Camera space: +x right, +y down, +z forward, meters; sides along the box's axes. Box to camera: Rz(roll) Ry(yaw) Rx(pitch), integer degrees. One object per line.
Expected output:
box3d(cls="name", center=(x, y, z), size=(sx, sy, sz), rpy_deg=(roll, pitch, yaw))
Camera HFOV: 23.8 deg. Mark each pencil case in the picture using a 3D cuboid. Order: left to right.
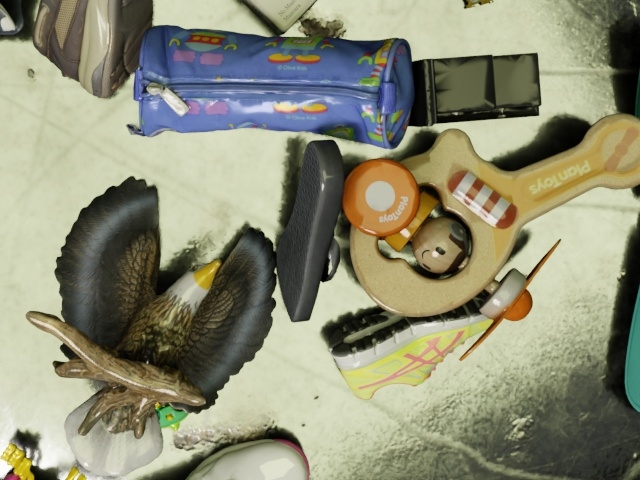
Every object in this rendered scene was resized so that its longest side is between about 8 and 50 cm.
box3d(cls="pencil case", center=(-0.055, -0.163, 1.608), size=(0.306, 0.133, 0.119), rpy_deg=(4, 106, 11))

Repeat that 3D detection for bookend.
box3d(cls="bookend", center=(0.178, -0.166, 1.653), size=(0.157, 0.156, 0.072), rpy_deg=(-5, 95, -6))

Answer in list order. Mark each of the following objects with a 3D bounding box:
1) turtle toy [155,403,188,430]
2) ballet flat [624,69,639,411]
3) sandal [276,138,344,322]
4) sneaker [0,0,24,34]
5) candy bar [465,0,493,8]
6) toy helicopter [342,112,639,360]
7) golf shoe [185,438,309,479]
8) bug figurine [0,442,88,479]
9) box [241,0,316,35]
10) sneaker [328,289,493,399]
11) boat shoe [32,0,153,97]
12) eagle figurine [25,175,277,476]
box3d(cls="turtle toy", center=(-0.187, 0.152, 1.687), size=(0.095, 0.066, 0.130), rpy_deg=(-25, 85, -3))
box3d(cls="ballet flat", center=(0.444, -0.025, 1.708), size=(0.182, 0.164, 0.483), rpy_deg=(-4, 101, -27))
box3d(cls="sandal", center=(0.000, 0.000, 1.622), size=(0.054, 0.254, 0.097), rpy_deg=(-3, 51, -17))
box3d(cls="sneaker", center=(-0.391, -0.235, 1.590), size=(0.235, 0.153, 0.094), rpy_deg=(-51, 136, -7))
box3d(cls="candy bar", center=(0.153, -0.338, 1.706), size=(0.040, 0.018, 0.162), rpy_deg=(-24, 97, 0))
box3d(cls="toy helicopter", center=(0.206, -0.023, 1.644), size=(0.355, 0.140, 0.235), rpy_deg=(-25, 86, 2))
box3d(cls="golf shoe", center=(-0.144, 0.323, 1.672), size=(0.306, 0.140, 0.115), rpy_deg=(-30, 95, -4))
box3d(cls="bug figurine", center=(-0.334, 0.352, 1.633), size=(0.279, 0.216, 0.072), rpy_deg=(-52, 134, 1))
box3d(cls="box", center=(-0.103, -0.355, 1.642), size=(0.275, 0.094, 0.113), rpy_deg=(43, 91, -7))
box3d(cls="sneaker", center=(0.114, 0.117, 1.717), size=(0.208, 0.081, 0.094), rpy_deg=(-19, 120, -8))
box3d(cls="boat shoe", center=(-0.239, -0.314, 1.560), size=(0.130, 0.132, 0.355), rpy_deg=(21, 123, 9))
box3d(cls="eagle figurine", center=(-0.168, 0.082, 1.601), size=(0.225, 0.298, 0.226), rpy_deg=(-17, 112, 10))
